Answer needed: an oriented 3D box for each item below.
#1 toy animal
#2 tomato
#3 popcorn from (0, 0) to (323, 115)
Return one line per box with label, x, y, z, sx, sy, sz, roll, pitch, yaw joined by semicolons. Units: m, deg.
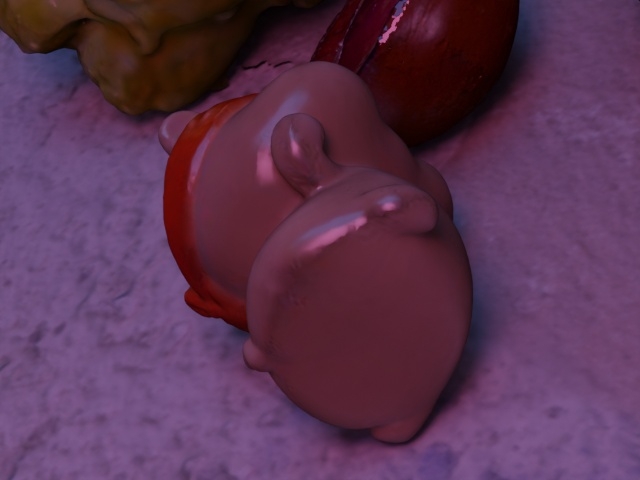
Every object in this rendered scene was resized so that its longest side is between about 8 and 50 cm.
toy animal;0.000;0.000;1.032;0.171;0.171;0.198;-31;39;-6
tomato;0.063;-0.120;1.176;0.173;0.099;0.189;-62;10;-16
popcorn;-0.095;-0.227;1.282;0.276;0.276;0.225;-34;77;-9
